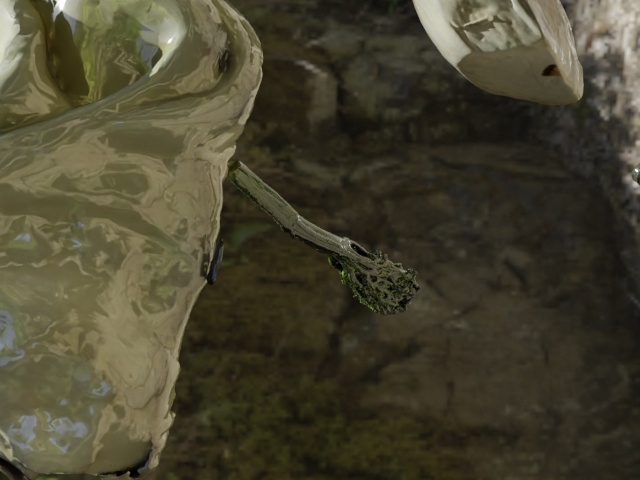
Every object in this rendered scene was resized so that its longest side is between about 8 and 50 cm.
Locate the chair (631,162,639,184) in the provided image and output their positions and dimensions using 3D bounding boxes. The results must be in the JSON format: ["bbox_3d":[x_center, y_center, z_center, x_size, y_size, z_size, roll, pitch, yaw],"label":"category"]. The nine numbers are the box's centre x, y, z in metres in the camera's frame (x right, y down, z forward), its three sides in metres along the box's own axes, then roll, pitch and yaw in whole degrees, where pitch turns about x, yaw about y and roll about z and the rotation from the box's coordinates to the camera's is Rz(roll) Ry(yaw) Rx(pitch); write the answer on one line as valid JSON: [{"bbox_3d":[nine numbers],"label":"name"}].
[{"bbox_3d":[0.605,-0.079,1.123,0.410,0.365,0.361,-106,29,-54],"label":"chair"}]

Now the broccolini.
[{"bbox_3d":[0.000,0.000,0.928,0.051,0.239,0.054,-50,43,6],"label":"broccolini"}]

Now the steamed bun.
[{"bbox_3d":[-0.192,-0.047,0.737,0.346,0.238,0.394,126,151,-54],"label":"steamed bun"}]

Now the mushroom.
[{"bbox_3d":[0.119,-0.209,0.899,0.096,0.108,0.247,85,163,-65],"label":"mushroom"}]
